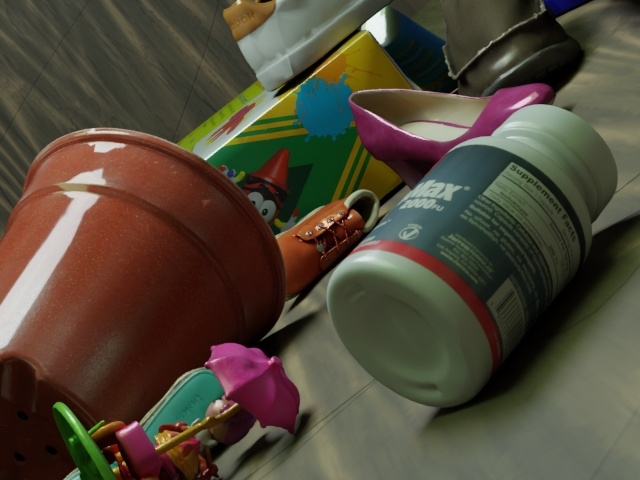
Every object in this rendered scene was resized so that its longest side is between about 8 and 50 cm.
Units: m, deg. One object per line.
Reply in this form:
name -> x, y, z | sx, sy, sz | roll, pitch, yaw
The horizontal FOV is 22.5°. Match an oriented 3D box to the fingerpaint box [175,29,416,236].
fingerpaint box -> -0.064, -0.076, 1.886 | 0.371, 0.163, 0.445 | -39, 10, 0

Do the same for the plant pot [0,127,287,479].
plant pot -> -0.205, 0.087, 1.414 | 0.272, 0.272, 0.265 | -33, 18, 43

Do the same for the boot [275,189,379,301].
boot -> 0.000, 0.000, 1.590 | 0.084, 0.059, 0.158 | -27, 14, 41

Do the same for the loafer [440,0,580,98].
loafer -> 0.171, -0.223, 1.672 | 0.133, 0.130, 0.366 | -35, 12, 10

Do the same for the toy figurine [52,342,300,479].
toy figurine -> -0.089, 0.143, 1.149 | 0.159, 0.130, 0.173 | -29, -20, -17

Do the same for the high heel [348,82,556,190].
high heel -> 0.116, -0.123, 1.485 | 0.082, 0.117, 0.244 | -44, 9, -25

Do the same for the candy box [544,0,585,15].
candy box -> 0.235, -0.397, 1.883 | 0.122, 0.268, 0.317 | -46, 10, -13

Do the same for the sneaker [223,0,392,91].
sneaker -> 0.008, -0.282, 1.740 | 0.106, 0.123, 0.290 | -28, 11, 49

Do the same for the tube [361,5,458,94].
tube -> 0.121, -0.221, 1.930 | 0.080, 0.052, 0.207 | -32, -28, 22

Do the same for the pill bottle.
pill bottle -> 0.096, 0.002, 0.947 | 0.180, 0.108, 0.108 | -45, 9, -34

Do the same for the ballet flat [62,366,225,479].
ballet flat -> -0.141, 0.185, 1.261 | 0.206, 0.073, 0.067 | -40, -20, -14
